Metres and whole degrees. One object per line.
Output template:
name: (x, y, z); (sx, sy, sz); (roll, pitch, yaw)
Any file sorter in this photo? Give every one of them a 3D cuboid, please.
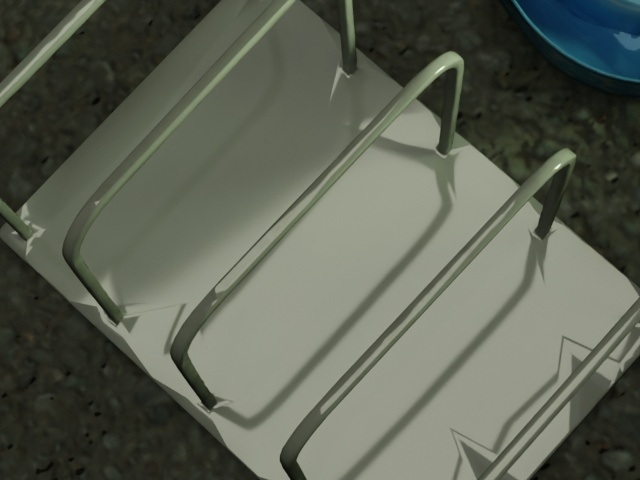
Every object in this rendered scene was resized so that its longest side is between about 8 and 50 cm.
file sorter: (0.000, 0.000, 0.747); (0.277, 0.173, 0.193); (41, 82, 12)

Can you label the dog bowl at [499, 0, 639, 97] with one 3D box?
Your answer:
dog bowl: (0.127, -0.199, 0.838); (0.166, 0.074, 0.297); (-34, 77, -5)
